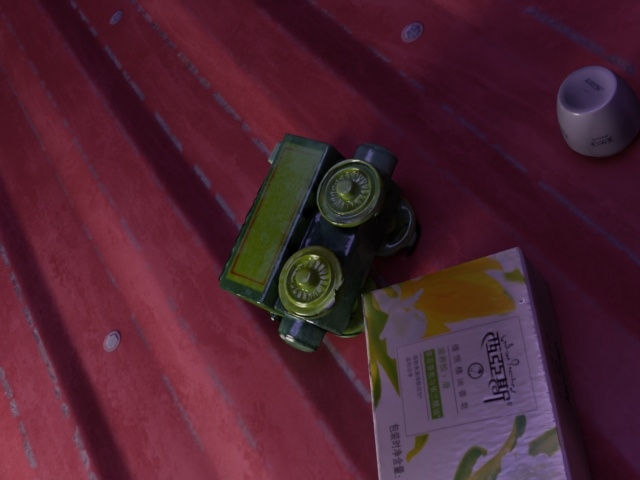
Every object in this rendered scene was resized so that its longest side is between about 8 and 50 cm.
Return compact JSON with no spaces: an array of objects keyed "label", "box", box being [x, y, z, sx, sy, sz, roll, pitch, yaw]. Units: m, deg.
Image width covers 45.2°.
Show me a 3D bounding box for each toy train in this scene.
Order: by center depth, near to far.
[{"label":"toy train","box":[0.000,0.000,0.971,0.188,0.159,0.272,19,81,31]}]

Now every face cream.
[{"label":"face cream","box":[0.317,-0.147,0.881,0.091,0.095,0.091,-16,59,28]}]

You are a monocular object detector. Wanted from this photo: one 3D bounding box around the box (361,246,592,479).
[{"label":"box","box":[0.159,0.161,0.817,0.194,0.111,0.261,-20,55,24]}]
